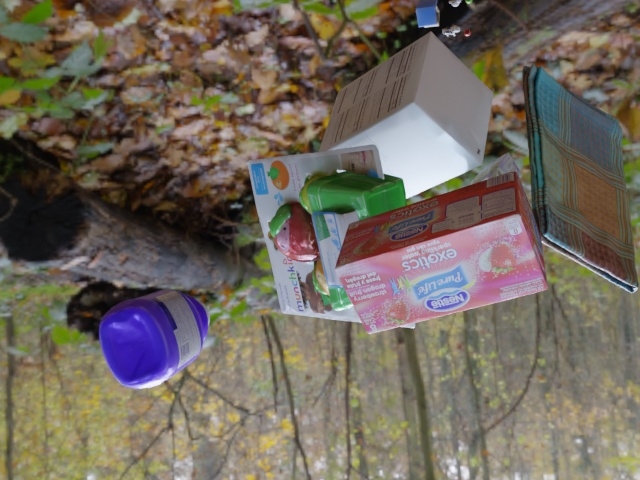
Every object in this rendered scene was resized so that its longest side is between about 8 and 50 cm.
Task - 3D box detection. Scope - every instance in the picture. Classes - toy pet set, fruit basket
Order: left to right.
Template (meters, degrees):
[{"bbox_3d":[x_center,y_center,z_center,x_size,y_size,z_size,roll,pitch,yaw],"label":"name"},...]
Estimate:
[{"bbox_3d":[0.000,0.000,1.294,0.353,0.326,0.165,-1,-164,41],"label":"fruit basket"},{"bbox_3d":[0.276,-0.521,1.586,0.114,0.122,0.065,-1,174,22],"label":"toy pet set"}]

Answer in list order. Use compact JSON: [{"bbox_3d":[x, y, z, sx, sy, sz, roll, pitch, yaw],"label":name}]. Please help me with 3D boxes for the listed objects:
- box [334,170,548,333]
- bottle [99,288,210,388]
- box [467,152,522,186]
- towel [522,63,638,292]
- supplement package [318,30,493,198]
[{"bbox_3d":[0.164,0.019,0.967,0.257,0.122,0.128,-18,-155,22],"label":"box"},{"bbox_3d":[-0.224,0.130,1.025,0.092,0.118,0.283,-21,180,4],"label":"bottle"},{"bbox_3d":[0.351,-0.114,1.435,0.067,0.063,0.324,-32,-178,27],"label":"box"},{"bbox_3d":[0.467,-0.117,1.265,0.272,0.369,0.040,24,145,-28],"label":"towel"},{"bbox_3d":[0.171,-0.231,1.416,0.199,0.198,0.263,35,143,-27],"label":"supplement package"}]
